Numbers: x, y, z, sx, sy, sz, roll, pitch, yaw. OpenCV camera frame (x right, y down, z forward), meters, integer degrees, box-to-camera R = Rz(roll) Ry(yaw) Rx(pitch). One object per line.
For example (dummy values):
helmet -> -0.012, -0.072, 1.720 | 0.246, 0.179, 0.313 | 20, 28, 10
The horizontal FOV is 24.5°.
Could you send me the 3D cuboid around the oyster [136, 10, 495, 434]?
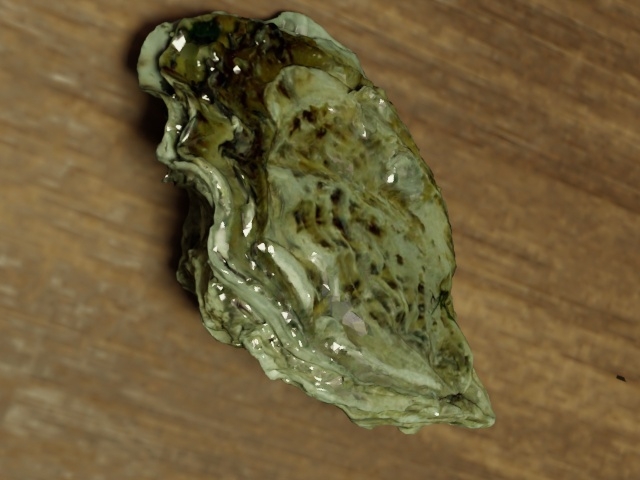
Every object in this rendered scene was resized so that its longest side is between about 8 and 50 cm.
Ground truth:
oyster -> 0.000, 0.000, 0.521 | 0.125, 0.064, 0.177 | -23, 92, -38
